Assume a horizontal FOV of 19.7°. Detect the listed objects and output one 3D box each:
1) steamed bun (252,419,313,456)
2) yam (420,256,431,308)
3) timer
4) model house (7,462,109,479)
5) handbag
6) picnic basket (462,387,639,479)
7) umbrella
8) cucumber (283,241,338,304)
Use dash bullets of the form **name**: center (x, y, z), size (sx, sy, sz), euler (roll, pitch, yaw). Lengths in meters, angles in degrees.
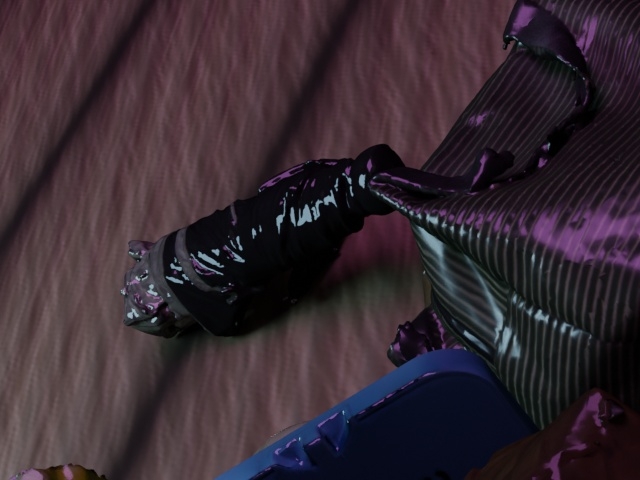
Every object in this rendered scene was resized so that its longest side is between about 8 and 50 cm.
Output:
- **steamed bun**: center (-0.012, 0.193, 1.435), size (0.112, 0.091, 0.130), euler (-23, 35, 23)
- **yam**: center (0.123, 0.057, 1.497), size (0.083, 0.083, 0.371), euler (-28, 33, 13)
- **timer**: center (0.053, 0.192, 1.225), size (0.232, 0.250, 0.091), euler (-30, 33, 9)
- **model house**: center (-0.222, 0.316, 1.475), size (0.194, 0.170, 0.211), euler (-26, 61, 4)
- **handbag**: center (0.197, -0.022, 1.329), size (0.240, 0.247, 0.341), euler (20, 52, 26)
- **picnic basket**: center (0.169, 0.261, 1.038), size (0.254, 0.291, 0.321), euler (-52, -7, -23)
- **umbrella**: center (-0.045, 0.004, 1.663), size (0.357, 0.106, 0.113), euler (-25, 46, 43)
- **cucumber**: center (0.000, 0.000, 1.727), size (0.039, 0.043, 0.163), euler (18, 61, 6)
